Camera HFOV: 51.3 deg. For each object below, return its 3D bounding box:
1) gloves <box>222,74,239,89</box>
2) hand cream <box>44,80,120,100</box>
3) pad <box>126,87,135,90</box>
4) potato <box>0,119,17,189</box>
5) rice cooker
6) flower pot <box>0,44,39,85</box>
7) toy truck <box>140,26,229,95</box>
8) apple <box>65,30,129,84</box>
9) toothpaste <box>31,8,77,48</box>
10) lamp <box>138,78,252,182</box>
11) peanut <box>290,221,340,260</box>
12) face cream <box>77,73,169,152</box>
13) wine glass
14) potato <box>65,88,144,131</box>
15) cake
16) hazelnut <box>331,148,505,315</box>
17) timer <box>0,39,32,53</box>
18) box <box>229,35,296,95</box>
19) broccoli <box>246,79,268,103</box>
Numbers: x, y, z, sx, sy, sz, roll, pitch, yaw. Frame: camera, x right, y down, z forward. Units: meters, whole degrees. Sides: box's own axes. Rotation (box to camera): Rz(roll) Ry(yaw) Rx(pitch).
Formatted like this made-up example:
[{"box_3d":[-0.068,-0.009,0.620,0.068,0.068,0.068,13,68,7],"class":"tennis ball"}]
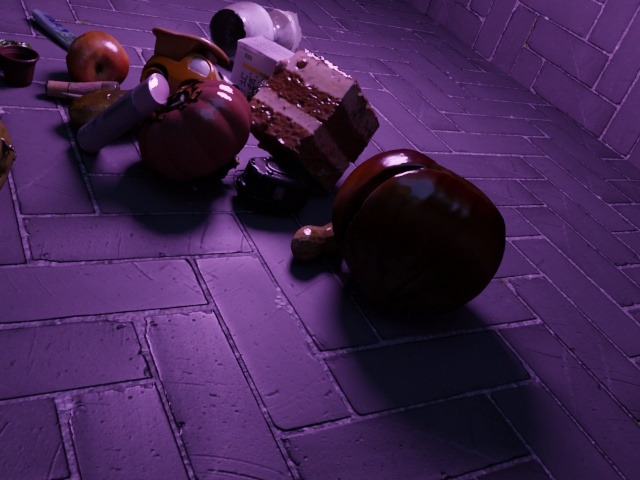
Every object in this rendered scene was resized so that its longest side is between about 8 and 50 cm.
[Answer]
[{"box_3d":[-0.368,-0.521,2.184,0.229,0.097,0.119,38,32,18],"class":"gloves"},{"box_3d":[-0.678,-0.424,1.898,0.203,0.083,0.084,6,35,-12],"class":"hand cream"},{"box_3d":[-0.506,-0.402,2.021,0.243,0.004,0.164,31,35,17],"class":"pad"},{"box_3d":[-0.817,-0.203,1.368,0.359,0.219,0.269,22,40,8],"class":"potato"},{"box_3d":[-0.126,-0.145,1.741,0.203,0.118,0.142,10,34,-22],"class":"rice cooker"},{"box_3d":[-0.854,-0.489,1.882,0.111,0.089,0.111,14,32,-9],"class":"flower pot"},{"box_3d":[-0.387,-0.471,1.935,0.288,0.211,0.204,23,-2,8],"class":"toy truck"},{"box_3d":[-0.667,-0.539,1.989,0.199,0.199,0.199,14,33,-9],"class":"apple"},{"box_3d":[-0.861,-0.687,2.213,0.297,0.048,0.075,39,36,22],"class":"toothpaste"},{"box_3d":[-0.309,-0.268,1.710,0.239,0.306,0.305,56,20,-33],"class":"lamp"},{"box_3d":[-0.002,-0.001,1.636,0.193,0.089,0.089,-10,43,-44],"class":"peanut"},{"box_3d":[-0.493,-0.314,1.664,0.073,0.269,0.107,41,34,-37],"class":"face cream"},{"box_3d":[-0.253,-0.777,2.502,0.238,0.237,0.323,33,32,19],"class":"wine glass"},{"box_3d":[-0.563,-0.354,1.818,0.252,0.113,0.149,-2,34,-30],"class":"potato"},{"box_3d":[-0.021,-0.333,1.859,0.282,0.290,0.255,37,-5,29],"class":"cake"},{"box_3d":[0.223,-0.019,1.541,0.410,0.359,0.359,26,33,-3],"class":"hazelnut"},{"box_3d":[-0.921,-0.557,1.945,0.140,0.047,0.128,-8,12,-36],"class":"timer"},{"box_3d":[-0.134,-0.547,2.274,0.333,0.173,0.145,32,37,19],"class":"box"},{"box_3d":[-0.168,-0.454,2.157,0.146,0.138,0.162,-6,71,11],"class":"broccoli"}]
